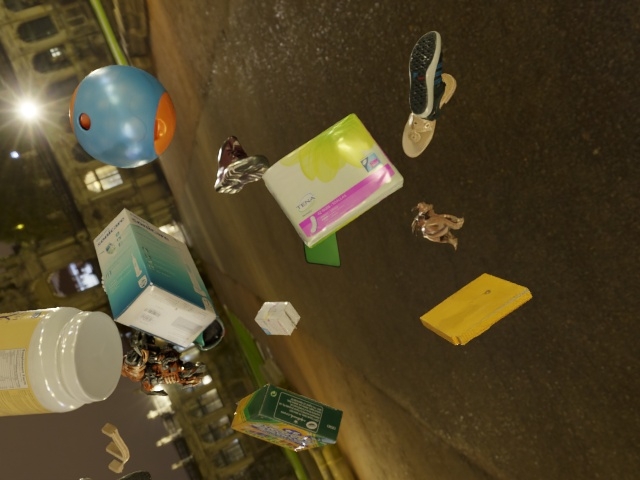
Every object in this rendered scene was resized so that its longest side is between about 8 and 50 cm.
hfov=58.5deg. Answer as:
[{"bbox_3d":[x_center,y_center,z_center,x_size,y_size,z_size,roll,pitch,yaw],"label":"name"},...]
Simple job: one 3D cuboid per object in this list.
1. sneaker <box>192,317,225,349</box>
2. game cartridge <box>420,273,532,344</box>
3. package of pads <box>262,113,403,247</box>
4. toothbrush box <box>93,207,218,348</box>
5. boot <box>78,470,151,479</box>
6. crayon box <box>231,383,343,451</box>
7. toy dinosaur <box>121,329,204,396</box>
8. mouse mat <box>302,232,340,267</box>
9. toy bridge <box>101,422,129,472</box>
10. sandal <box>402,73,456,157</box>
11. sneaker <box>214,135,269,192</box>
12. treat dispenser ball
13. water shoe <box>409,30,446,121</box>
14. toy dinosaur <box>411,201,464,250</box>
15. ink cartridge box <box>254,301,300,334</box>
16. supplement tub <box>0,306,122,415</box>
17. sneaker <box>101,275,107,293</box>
[{"bbox_3d":[-0.435,0.284,1.848,0.178,0.296,0.123,3,85,56],"label":"sneaker"},{"bbox_3d":[0.560,0.249,2.088,0.052,0.324,0.285,59,172,-15],"label":"game cartridge"},{"bbox_3d":[0.027,-0.156,1.460,0.229,0.297,0.101,55,-179,11],"label":"package of pads"},{"bbox_3d":[-0.400,0.089,1.377,0.216,0.126,0.295,38,-167,-46],"label":"toothbrush box"},{"bbox_3d":[-0.626,0.706,1.631,0.161,0.247,0.083,6,101,39],"label":"boot"},{"bbox_3d":[-0.102,0.468,1.479,0.323,0.203,0.083,-46,24,58],"label":"crayon box"},{"bbox_3d":[-0.480,0.314,1.568,0.164,0.322,0.218,6,84,64],"label":"toy dinosaur"},{"bbox_3d":[0.000,0.000,1.670,0.190,0.007,0.152,13,-114,-57],"label":"mouse mat"},{"bbox_3d":[-0.544,0.567,1.531,0.063,0.026,0.188,20,128,17],"label":"toy bridge"},{"bbox_3d":[0.275,-0.343,1.540,0.088,0.240,0.079,38,-161,28],"label":"sandal"},{"bbox_3d":[-0.248,-0.253,1.723,0.281,0.107,0.162,-19,70,53],"label":"sneaker"},{"bbox_3d":[-0.563,-0.353,1.636,0.288,0.288,0.288,60,165,27],"label":"treat dispenser ball"},{"bbox_3d":[0.251,-0.378,1.325,0.073,0.080,0.203,6,85,42],"label":"water shoe"},{"bbox_3d":[0.429,-0.052,2.164,0.296,0.201,0.127,-42,-35,-72],"label":"toy dinosaur"},{"bbox_3d":[-0.154,0.293,2.150,0.143,0.089,0.092,-6,130,37],"label":"ink cartridge box"},{"bbox_3d":[-0.666,0.282,1.334,0.241,0.332,0.240,-7,-90,-81],"label":"supplement tub"},{"bbox_3d":[-0.672,0.098,1.914,0.071,0.083,0.190,9,-89,-65],"label":"sneaker"}]
